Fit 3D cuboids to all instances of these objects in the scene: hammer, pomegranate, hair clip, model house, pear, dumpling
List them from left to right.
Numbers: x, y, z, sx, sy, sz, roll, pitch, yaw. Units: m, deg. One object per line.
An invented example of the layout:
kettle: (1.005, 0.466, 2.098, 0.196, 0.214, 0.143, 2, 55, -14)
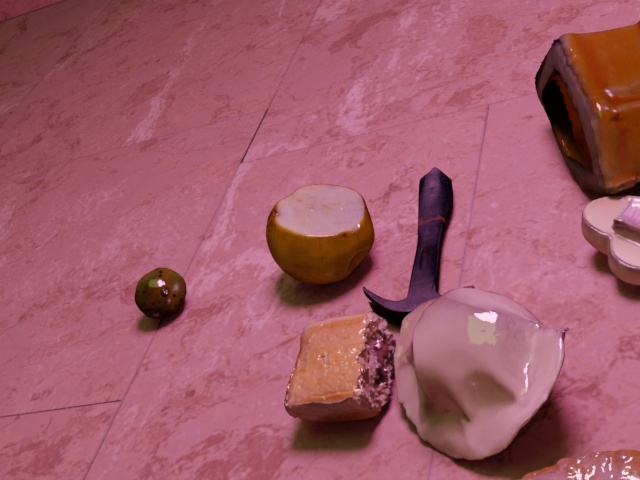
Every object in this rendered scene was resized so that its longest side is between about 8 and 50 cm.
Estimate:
pomegranate: (-0.224, 0.078, 1.347, 0.084, 0.073, 0.073, -48, 11, 43)
pear: (0.000, 0.000, 1.261, 0.141, 0.104, 0.141, 1, 39, -1)
hammer: (0.131, 0.003, 1.221, 0.137, 0.037, 0.290, -12, 34, 18)
dumpling: (0.144, 0.128, 0.965, 0.215, 0.126, 0.166, 21, 81, 34)
model house: (0.406, -0.166, 1.181, 0.239, 0.173, 0.268, -13, 58, 1)
hair clip: (0.385, -0.013, 1.029, 0.218, 0.071, 0.159, 12, 40, 37)

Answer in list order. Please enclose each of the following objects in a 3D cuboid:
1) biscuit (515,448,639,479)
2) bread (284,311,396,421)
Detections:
biscuit: (0.191, 0.264, 0.783, 0.265, 0.040, 0.188, -34, 32, -11)
bread: (0.026, 0.142, 1.052, 0.106, 0.082, 0.125, -18, 41, 33)
